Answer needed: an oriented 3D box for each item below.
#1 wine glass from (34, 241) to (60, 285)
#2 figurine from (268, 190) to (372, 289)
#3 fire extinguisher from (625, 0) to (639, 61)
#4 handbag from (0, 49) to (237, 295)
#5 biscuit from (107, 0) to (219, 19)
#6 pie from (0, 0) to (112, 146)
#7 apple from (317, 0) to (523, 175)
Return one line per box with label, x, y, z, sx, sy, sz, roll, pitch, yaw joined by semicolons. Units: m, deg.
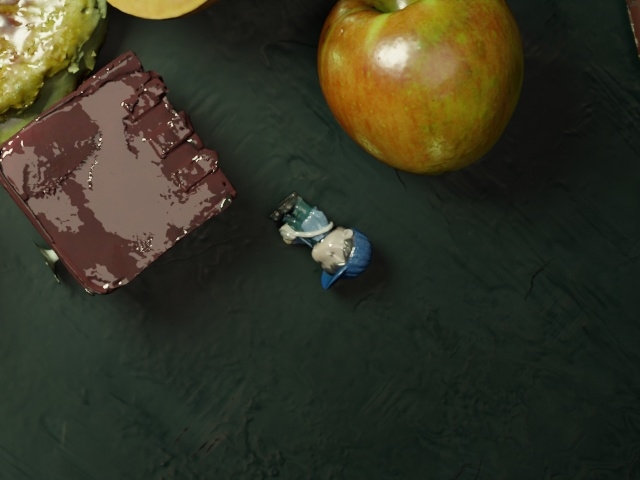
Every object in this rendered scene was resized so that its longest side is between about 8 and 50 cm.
wine glass;-0.234;-0.025;1.234;0.198;0.066;0.066;-31;107;-12
figurine;0.004;-0.006;1.321;0.136;0.077;0.079;49;47;-4
fire extinguisher;0.436;-0.308;1.419;0.064;0.043;0.158;-32;111;-42
handbag;-0.225;-0.072;1.163;0.216;0.074;0.203;-41;106;-13
biscuit;-0.136;-0.384;1.021;0.275;0.052;0.355;38;116;10
pie;-0.382;-0.261;1.123;0.288;0.103;0.354;-41;109;-12
apple;0.120;-0.199;1.261;0.246;0.246;0.226;-29;126;-12
